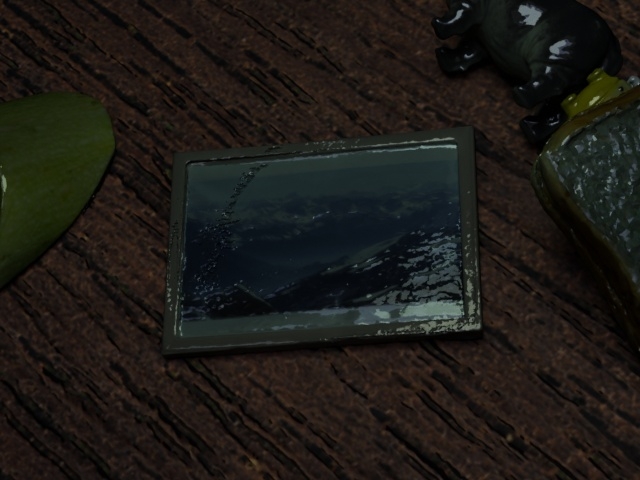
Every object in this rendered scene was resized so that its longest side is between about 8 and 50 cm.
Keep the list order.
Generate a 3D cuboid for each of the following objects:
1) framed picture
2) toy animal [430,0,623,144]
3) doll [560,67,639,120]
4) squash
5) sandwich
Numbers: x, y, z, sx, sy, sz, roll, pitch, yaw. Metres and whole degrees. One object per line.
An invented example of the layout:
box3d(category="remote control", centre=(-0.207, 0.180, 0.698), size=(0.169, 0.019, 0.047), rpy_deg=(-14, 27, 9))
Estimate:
box3d(category="framed picture", centre=(0.000, 0.000, 1.492), size=(0.335, 0.022, 0.247), rpy_deg=(-4, 61, 9))
box3d(category="toy animal", centre=(0.192, -0.265, 1.551), size=(0.168, 0.106, 0.343), rpy_deg=(-26, 57, -3))
box3d(category="doll", centre=(0.319, -0.099, 1.434), size=(0.106, 0.062, 0.162), rpy_deg=(-45, 91, -9))
box3d(category="squash", centre=(-0.339, -0.063, 1.594), size=(0.204, 0.155, 0.237), rpy_deg=(-47, 59, 27))
box3d(category="sandwich", centre=(0.382, -0.048, 1.355), size=(0.301, 0.099, 0.271), rpy_deg=(-33, 88, -8))
